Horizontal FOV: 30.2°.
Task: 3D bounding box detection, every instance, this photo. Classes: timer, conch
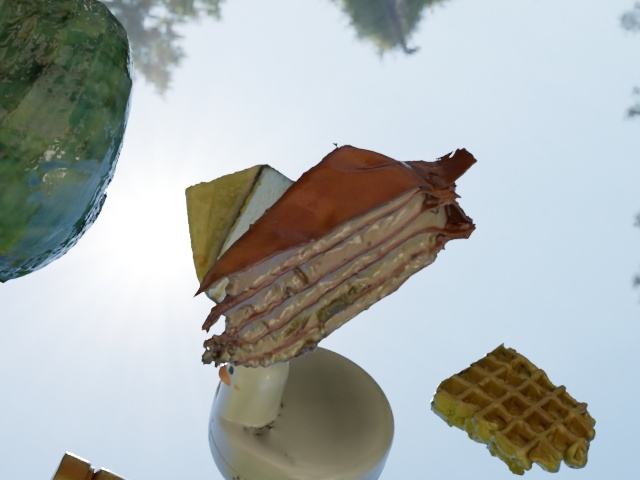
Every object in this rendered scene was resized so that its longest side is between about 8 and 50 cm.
[{"bbox_3d":[-0.023,0.215,1.458,0.233,0.240,0.233,10,-142,-8],"label":"timer"},{"bbox_3d":[-0.199,-0.087,0.757,0.188,0.176,0.122,56,180,11],"label":"conch"}]

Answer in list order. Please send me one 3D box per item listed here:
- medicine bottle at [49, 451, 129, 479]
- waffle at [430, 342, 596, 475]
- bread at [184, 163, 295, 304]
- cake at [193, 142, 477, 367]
[{"bbox_3d":[-0.179,0.284,1.132,0.192,0.096,0.096,28,-152,-8],"label":"medicine bottle"},{"bbox_3d":[0.277,0.242,1.620,0.160,0.055,0.211,-25,-132,-37],"label":"waffle"},{"bbox_3d":[-0.078,0.015,1.626,0.135,0.178,0.240,-14,163,16],"label":"bread"},{"bbox_3d":[0.001,0.005,1.009,0.287,0.098,0.135,-34,-136,-22],"label":"cake"}]
